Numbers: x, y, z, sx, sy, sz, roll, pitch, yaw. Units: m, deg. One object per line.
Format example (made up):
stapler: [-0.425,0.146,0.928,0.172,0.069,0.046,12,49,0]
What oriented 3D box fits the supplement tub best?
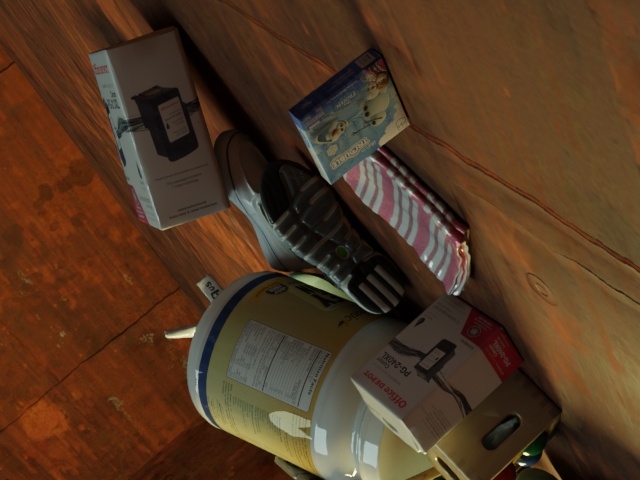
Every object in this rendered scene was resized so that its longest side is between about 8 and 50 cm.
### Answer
supplement tub: [0.009,0.186,1.805,0.316,0.228,0.228,20,154,35]

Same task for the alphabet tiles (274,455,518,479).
alphabet tiles: [0.125,0.320,1.865,0.343,0.011,0.285,3,-164,-33]

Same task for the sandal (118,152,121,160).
sandal: [-0.268,-0.145,2.238,0.169,0.102,0.416,43,168,28]

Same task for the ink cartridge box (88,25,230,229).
ink cartridge box: [-0.209,-0.145,1.786,0.172,0.100,0.237,-163,56,-72]

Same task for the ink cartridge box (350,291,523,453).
ink cartridge box: [0.124,0.141,1.505,0.109,0.150,0.063,35,162,53]

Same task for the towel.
towel: [0.077,-0.038,1.397,0.197,0.029,0.144,45,168,20]

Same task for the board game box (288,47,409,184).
board game box: [0.026,-0.105,1.194,0.020,0.090,0.090,46,170,39]

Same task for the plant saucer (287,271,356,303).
plant saucer: [0.031,0.107,1.947,0.195,0.037,0.195,31,149,21]

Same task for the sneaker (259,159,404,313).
sneaker: [0.000,0.000,1.707,0.228,0.086,0.132,49,172,-6]

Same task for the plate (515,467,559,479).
plate: [0.298,0.356,1.677,0.188,0.024,0.188,38,-147,-31]

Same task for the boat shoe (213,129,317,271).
boat shoe: [-0.059,-0.054,1.823,0.076,0.083,0.226,0,135,36]

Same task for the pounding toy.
pounding toy: [0.180,0.256,1.597,0.094,0.181,0.206,46,169,18]

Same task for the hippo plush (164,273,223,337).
hippo plush: [-0.026,0.145,2.158,0.237,0.234,0.294,-12,128,49]

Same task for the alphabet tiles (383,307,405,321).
alphabet tiles: [0.121,0.155,1.966,0.237,0.009,0.198,53,169,-24]
